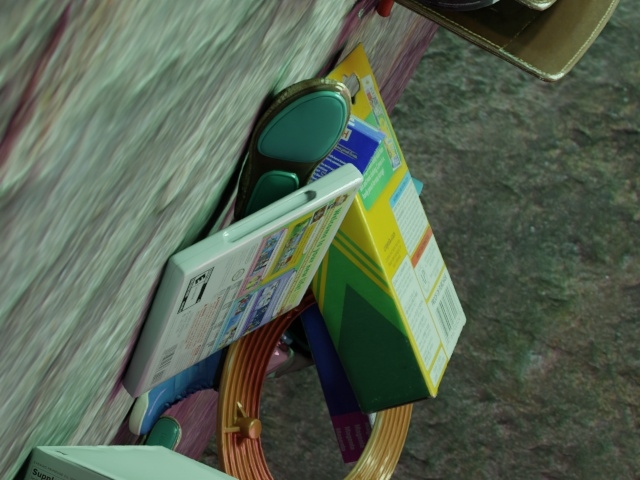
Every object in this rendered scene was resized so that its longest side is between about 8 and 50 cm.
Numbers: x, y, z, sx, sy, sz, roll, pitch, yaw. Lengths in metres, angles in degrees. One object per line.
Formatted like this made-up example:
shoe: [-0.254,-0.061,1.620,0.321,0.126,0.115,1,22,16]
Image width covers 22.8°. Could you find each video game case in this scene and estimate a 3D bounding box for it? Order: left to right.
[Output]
video game case: [-0.069,0.036,1.349,0.193,0.023,0.212,-29,160,-32]

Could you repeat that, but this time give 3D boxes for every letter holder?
letter holder: [0.215,-0.319,1.494,0.302,0.214,0.152,-58,177,-40]

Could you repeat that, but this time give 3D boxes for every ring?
ring: [0.010,0.170,1.694,0.336,0.032,0.336,-13,106,-51]

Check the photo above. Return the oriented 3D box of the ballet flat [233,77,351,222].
ballet flat: [-0.029,-0.082,1.316,0.206,0.073,0.067,122,-26,-48]

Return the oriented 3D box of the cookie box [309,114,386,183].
cookie box: [-0.006,-0.069,1.427,0.107,0.092,0.040,-60,180,19]

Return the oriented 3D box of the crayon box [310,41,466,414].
crayon box: [0.041,-0.016,1.590,0.083,0.323,0.203,-16,-166,19]

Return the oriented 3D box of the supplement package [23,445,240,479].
supplement package: [-0.132,0.269,1.157,0.194,0.149,0.203,17,92,-67]

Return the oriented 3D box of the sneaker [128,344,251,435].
sneaker: [-0.126,0.144,1.613,0.152,0.084,0.058,-59,178,-8]

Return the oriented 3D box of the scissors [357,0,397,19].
scissors: [0.076,-0.272,1.605,0.109,0.021,0.297,-58,177,12]

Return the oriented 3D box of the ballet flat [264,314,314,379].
ballet flat: [-0.091,0.130,2.012,0.139,0.139,0.400,-60,174,1]

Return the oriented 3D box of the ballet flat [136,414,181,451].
ballet flat: [-0.216,0.286,1.896,0.168,0.057,0.052,-59,-173,-21]

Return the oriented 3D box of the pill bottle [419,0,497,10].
pill bottle: [0.095,-0.230,1.094,0.130,0.130,0.246,-60,178,7]

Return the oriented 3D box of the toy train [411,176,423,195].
toy train: [0.000,0.000,1.787,0.248,0.143,0.105,-60,177,15]

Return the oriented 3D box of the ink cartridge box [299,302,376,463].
ink cartridge box: [0.018,0.110,2.024,0.071,0.324,0.330,-16,-177,9]
